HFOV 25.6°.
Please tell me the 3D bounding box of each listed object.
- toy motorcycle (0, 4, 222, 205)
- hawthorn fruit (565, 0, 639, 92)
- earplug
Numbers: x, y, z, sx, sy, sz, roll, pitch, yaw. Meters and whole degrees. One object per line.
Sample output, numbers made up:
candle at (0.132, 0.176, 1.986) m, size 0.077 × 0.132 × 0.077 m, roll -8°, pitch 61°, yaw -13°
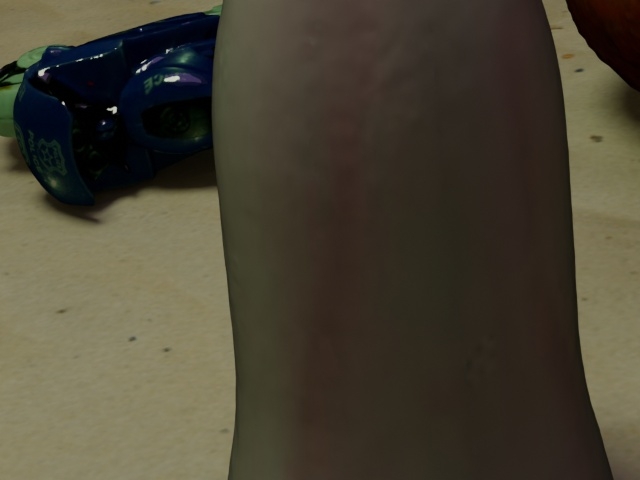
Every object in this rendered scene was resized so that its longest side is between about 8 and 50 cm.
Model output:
toy motorcycle at (-0.078, -0.106, 0.953) m, size 0.331 × 0.125 × 0.196 m, roll -7°, pitch 29°, yaw 6°
hawthorn fruit at (0.294, -0.211, 0.870) m, size 0.295 × 0.311 × 0.295 m, roll 18°, pitch 32°, yaw -11°
earplug at (0.026, -0.014, 0.548) m, size 0.172 × 0.301 × 0.172 m, roll -6°, pitch 27°, yaw 3°
